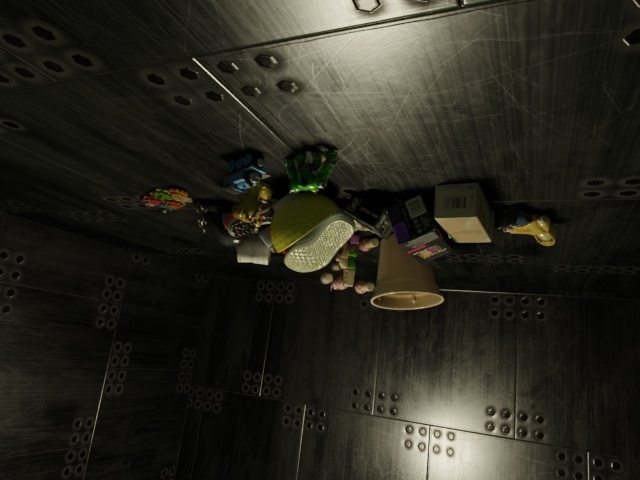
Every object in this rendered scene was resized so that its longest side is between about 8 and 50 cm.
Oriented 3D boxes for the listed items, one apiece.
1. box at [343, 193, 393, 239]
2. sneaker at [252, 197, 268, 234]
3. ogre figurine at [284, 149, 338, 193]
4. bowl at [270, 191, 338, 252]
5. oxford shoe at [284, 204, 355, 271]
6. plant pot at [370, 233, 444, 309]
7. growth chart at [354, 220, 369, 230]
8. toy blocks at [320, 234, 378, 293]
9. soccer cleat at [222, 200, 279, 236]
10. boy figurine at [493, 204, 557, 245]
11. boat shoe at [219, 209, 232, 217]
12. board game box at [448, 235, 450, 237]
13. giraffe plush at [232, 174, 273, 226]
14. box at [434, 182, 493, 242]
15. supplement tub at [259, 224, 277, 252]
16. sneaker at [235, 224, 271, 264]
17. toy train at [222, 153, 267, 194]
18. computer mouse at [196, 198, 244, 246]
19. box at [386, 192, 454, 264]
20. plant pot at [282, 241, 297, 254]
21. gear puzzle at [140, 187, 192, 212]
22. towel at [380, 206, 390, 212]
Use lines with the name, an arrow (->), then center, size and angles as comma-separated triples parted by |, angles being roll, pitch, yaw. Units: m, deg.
box -> 0.191, -0.089, 1.815 | 0.147, 0.077, 0.180 | 33, 180, 29
sneaker -> -0.271, -0.097, 2.038 | 0.107, 0.124, 0.283 | 4, 166, 9
ogre figurine -> -0.037, -0.209, 1.469 | 0.197, 0.118, 0.097 | 3, 166, 20
bowl -> -0.091, -0.101, 1.798 | 0.156, 0.289, 0.289 | 54, 156, -6
oxford shoe -> 0.000, 0.000, 2.031 | 0.169, 0.130, 0.449 | 29, 135, -19
plant pot -> 0.399, 0.139, 2.241 | 0.334, 0.305, 0.334 | 1, 159, 0
growth chart -> 0.149, -0.066, 2.070 | 0.172, 0.021, 0.237 | 21, 164, -40
toy blocks -> 0.096, 0.105, 2.372 | 0.309, 0.288, 0.260 | 10, 170, -18
soccer cleat -> -0.236, -0.112, 1.904 | 0.318, 0.108, 0.116 | -21, -136, -25
boy figurine -> 0.775, -0.052, 1.783 | 0.285, 0.092, 0.177 | 18, 160, -30
boat shoe -> -0.422, -0.083, 2.204 | 0.113, 0.127, 0.340 | 36, 160, -9
board game box -> 0.532, -0.041, 1.965 | 0.260, 0.039, 0.124 | -17, 158, 25
giraffe plush -> -0.261, -0.141, 1.751 | 0.182, 0.170, 0.210 | 15, 164, -30
box -> 0.513, -0.090, 1.684 | 0.148, 0.121, 0.311 | -2, 164, 29
supplement tub -> -0.159, -0.045, 2.048 | 0.117, 0.190, 0.117 | 51, 178, 3
sneaker -> -0.307, -0.001, 2.200 | 0.169, 0.292, 0.108 | 2, 125, 2
toy train -> -0.250, -0.216, 1.572 | 0.080, 0.105, 0.184 | 18, 163, -39
computer mouse -> -0.455, -0.048, 2.096 | 0.272, 0.072, 0.188 | 31, 146, 20
box -> 0.378, -0.037, 1.781 | 0.143, 0.165, 0.270 | -25, 152, 21
plant pot -> -0.117, -0.008, 2.205 | 0.174, 0.191, 0.191 | 18, 163, -19
gear puzzle -> -0.660, -0.174, 2.081 | 0.176, 0.044, 0.339 | 16, 164, -34
towel -> 0.287, -0.084, 2.006 | 0.329, 0.037, 0.237 | -6, 161, 42
